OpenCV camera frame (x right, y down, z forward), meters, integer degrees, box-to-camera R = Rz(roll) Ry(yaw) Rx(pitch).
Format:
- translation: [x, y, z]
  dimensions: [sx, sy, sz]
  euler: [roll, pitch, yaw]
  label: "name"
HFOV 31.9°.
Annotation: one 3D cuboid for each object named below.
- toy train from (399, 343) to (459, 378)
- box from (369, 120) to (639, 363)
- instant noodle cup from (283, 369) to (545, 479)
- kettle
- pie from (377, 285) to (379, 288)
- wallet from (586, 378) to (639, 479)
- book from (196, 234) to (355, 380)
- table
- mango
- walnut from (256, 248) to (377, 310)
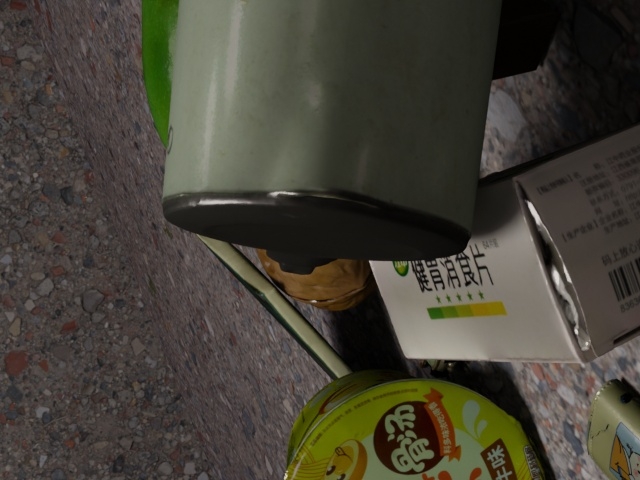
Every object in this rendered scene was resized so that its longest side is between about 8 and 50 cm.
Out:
- translation: [0.147, 0.086, 1.285]
  dimensions: [0.085, 0.053, 0.250]
  euler: [56, 157, 24]
  label: "toy train"
- translation: [0.181, 0.008, 0.927]
  dimensions: [0.145, 0.173, 0.333]
  euler: [68, 161, -2]
  label: "box"
- translation: [0.089, 0.288, 1.336]
  dimensions: [0.221, 0.311, 0.311]
  euler: [-142, 32, -79]
  label: "instant noodle cup"
- translation: [0.007, -0.174, 0.864]
  dimensions: [0.361, 0.250, 0.377]
  euler: [142, 135, -78]
  label: "kettle"
- translation: [0.087, -0.034, 1.230]
  dimensions: [0.240, 0.054, 0.241]
  euler: [174, 90, -79]
  label: "pie"
- translation: [0.307, 0.215, 1.030]
  dimensions: [0.155, 0.039, 0.110]
  euler: [49, 153, 43]
  label: "wallet"
- translation: [-0.019, 0.135, 1.576]
  dimensions: [0.379, 0.031, 0.264]
  euler: [49, 173, -32]
  label: "book"
- translation: [0.141, -0.190, 0.955]
  dimensions: [0.070, 0.083, 0.082]
  euler: [105, 145, -56]
  label: "table"
- translation: [-0.136, -0.245, 1.442]
  dimensions: [0.225, 0.201, 0.382]
  euler: [-142, 36, -72]
  label: "mango"
- translation: [0.000, 0.000, 1.419]
  dimensions: [0.207, 0.167, 0.167]
  euler: [50, 154, 45]
  label: "walnut"
